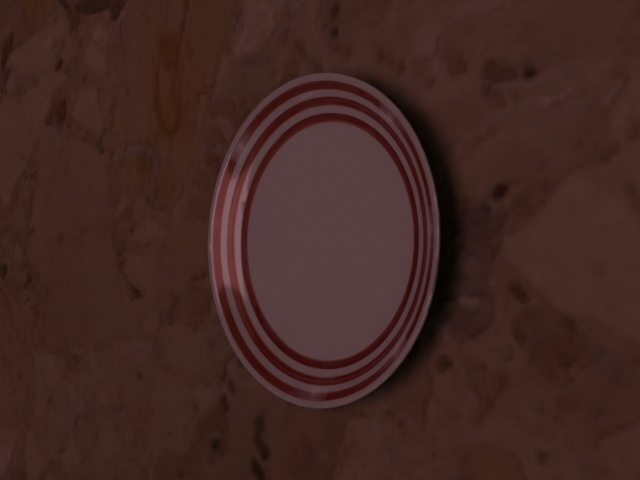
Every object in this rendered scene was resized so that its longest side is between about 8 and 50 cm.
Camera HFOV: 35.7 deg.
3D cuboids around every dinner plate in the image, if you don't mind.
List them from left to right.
[{"bbox_3d":[0.000,0.000,0.423,0.141,0.017,0.141,-4,84,47],"label":"dinner plate"}]
